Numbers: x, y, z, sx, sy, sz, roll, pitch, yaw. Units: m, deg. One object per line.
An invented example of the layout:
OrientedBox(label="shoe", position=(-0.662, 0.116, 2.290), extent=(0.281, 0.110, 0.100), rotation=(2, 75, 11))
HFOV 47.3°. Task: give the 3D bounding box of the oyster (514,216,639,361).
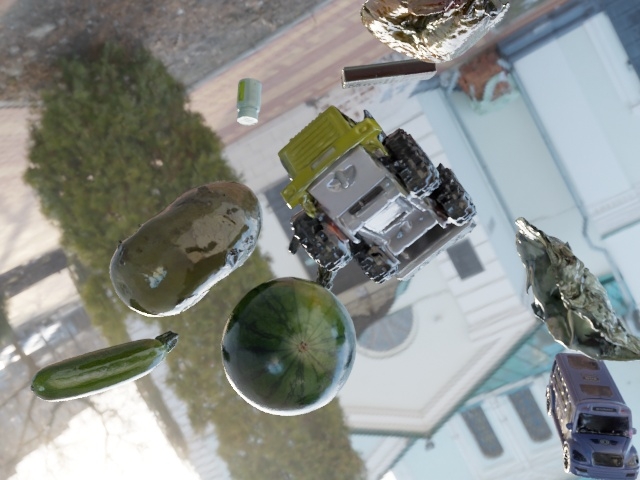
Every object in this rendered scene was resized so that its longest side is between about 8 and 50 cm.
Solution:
OrientedBox(label="oyster", position=(0.345, 0.062, 1.043), extent=(0.087, 0.199, 0.252), rotation=(-12, -176, -12))

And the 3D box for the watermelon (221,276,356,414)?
OrientedBox(label="watermelon", position=(-0.045, 0.145, 1.012), extent=(0.188, 0.188, 0.214), rotation=(-29, 179, -13))

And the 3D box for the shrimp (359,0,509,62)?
OrientedBox(label="shrimp", position=(0.144, -0.288, 0.926), extent=(0.294, 0.154, 0.062), rotation=(-9, -118, 70))

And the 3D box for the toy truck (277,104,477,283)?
OrientedBox(label="toy truck", position=(0.060, -0.038, 0.699), extent=(0.136, 0.111, 0.286), rotation=(-39, 155, 12))

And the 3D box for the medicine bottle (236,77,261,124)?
OrientedBox(label="medicine bottle", position=(-0.141, -0.272, 1.431), extent=(0.047, 0.083, 0.047), rotation=(3, 165, 1))

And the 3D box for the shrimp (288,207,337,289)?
OrientedBox(label="shrimp", position=(0.000, 0.000, 1.289), extent=(0.051, 0.217, 0.150), rotation=(19, -171, 37))

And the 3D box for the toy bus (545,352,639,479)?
OrientedBox(label="toy bus", position=(0.516, 0.331, 1.397), extent=(0.125, 0.133, 0.292), rotation=(3, -161, 7))

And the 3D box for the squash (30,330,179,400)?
OrientedBox(label="squash", position=(-0.341, 0.205, 1.175), extent=(0.252, 0.066, 0.066), rotation=(-12, 172, -41))

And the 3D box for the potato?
OrientedBox(label="potato", position=(-0.200, 0.008, 1.123), extent=(0.262, 0.165, 0.165), rotation=(-43, -173, -12))

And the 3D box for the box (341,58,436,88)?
OrientedBox(label="box", position=(0.129, -0.325, 1.420), extent=(0.177, 0.036, 0.115), rotation=(-7, -176, -1))
